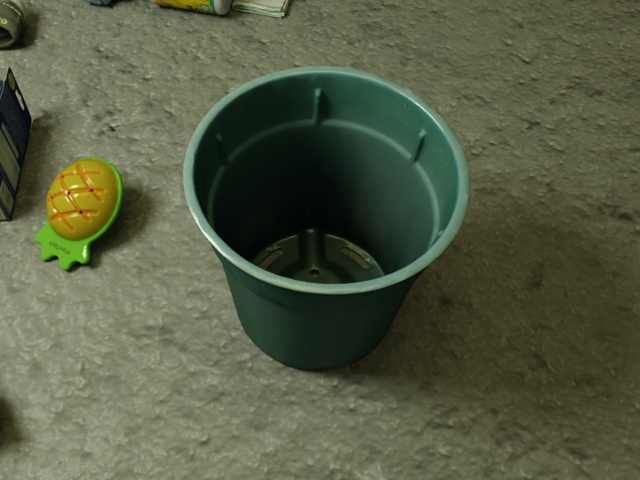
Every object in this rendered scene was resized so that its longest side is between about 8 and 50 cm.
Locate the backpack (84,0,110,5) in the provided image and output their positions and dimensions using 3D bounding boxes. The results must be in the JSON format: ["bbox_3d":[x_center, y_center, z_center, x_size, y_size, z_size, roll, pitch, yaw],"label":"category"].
[{"bbox_3d":[-0.435,-0.536,1.429,0.084,0.105,0.114,16,63,8],"label":"backpack"}]

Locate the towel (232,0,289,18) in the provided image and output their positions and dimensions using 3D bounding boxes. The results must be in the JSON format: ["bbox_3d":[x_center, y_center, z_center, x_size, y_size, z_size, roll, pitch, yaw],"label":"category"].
[{"bbox_3d":[-0.115,-0.534,1.495,0.113,0.023,0.152,12,57,3],"label":"towel"}]

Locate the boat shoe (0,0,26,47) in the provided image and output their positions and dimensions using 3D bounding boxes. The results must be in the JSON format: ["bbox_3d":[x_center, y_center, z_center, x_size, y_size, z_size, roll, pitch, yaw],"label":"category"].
[{"bbox_3d":[-0.720,-0.415,1.332,0.305,0.109,0.091,-3,53,-10],"label":"boat shoe"}]

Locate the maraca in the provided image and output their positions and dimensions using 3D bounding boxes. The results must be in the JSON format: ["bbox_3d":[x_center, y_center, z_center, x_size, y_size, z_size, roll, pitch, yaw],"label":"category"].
[{"bbox_3d":[-0.385,-0.045,1.127,0.127,0.099,0.186,22,84,20],"label":"maraca"}]

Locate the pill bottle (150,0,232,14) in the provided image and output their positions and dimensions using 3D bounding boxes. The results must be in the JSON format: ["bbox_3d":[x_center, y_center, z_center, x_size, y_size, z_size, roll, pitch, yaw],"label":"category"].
[{"bbox_3d":[-0.285,-0.529,1.425,0.208,0.117,0.117,10,57,2],"label":"pill bottle"}]

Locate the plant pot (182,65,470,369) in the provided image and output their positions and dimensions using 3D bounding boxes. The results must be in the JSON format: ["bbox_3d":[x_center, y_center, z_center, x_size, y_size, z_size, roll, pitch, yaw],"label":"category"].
[{"bbox_3d":[0.000,0.000,0.977,0.341,0.334,0.341,2,58,-3],"label":"plant pot"}]

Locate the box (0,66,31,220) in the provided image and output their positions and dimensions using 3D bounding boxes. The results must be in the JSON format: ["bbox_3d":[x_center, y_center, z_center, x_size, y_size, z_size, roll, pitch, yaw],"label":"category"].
[{"bbox_3d":[-0.527,-0.162,1.165,0.036,0.136,0.225,0,57,-3],"label":"box"}]
